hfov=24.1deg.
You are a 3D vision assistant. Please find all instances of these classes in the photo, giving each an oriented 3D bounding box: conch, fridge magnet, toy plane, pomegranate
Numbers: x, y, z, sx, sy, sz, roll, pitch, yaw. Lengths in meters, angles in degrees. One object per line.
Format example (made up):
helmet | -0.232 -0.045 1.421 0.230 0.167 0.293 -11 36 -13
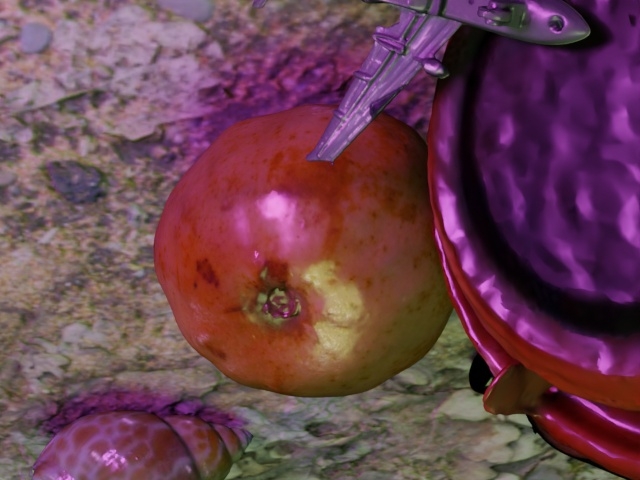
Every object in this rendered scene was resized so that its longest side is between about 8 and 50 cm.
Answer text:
conch | -0.163 0.193 1.292 0.173 0.106 0.116 9 166 16
fridge magnet | 0.197 -0.049 0.778 0.363 0.364 0.155 -34 154 35
toy plane | 0.044 -0.137 0.787 0.058 0.226 0.226 -3 112 -39
pomegranate | -0.005 0.003 0.968 0.207 0.207 0.207 -1 143 -1

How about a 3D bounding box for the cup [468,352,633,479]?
cup | 0.247 0.101 1.186 0.177 0.239 0.166 30 91 -43
